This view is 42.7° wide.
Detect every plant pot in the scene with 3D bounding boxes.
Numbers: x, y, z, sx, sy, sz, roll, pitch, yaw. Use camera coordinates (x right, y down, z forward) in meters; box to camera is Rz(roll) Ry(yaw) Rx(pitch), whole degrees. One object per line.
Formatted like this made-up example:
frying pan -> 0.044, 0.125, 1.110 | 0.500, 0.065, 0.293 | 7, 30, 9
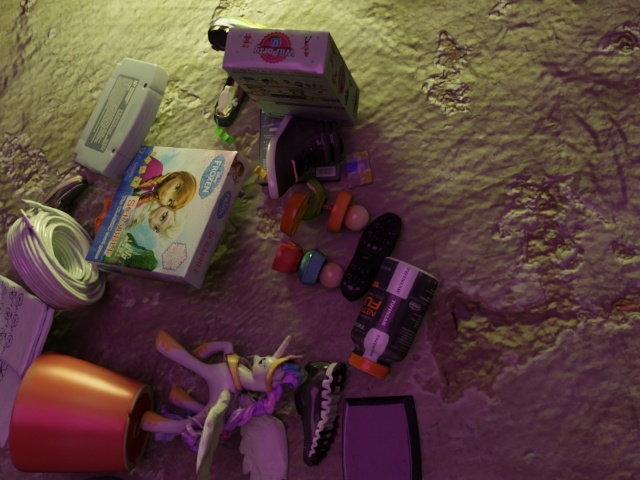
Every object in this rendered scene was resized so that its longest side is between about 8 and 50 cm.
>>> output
plant pot -> -0.518, 0.398, 1.827 | 0.243, 0.275, 0.275 | 8, 81, 6

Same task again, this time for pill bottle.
pill bottle -> 0.147, 0.170, 1.751 | 0.130, 0.130, 0.246 | 23, 86, 18

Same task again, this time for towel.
towel -> 0.087, -0.165, 1.895 | 0.060, 0.009, 0.083 | -9, 77, 14

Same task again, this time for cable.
cable -> -0.612, 0.044, 1.910 | 0.089, 0.257, 0.257 | -28, 75, 14

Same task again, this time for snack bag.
snack bag -> -0.753, 0.275, 1.934 | 0.323, 0.037, 0.343 | 18, 89, 47

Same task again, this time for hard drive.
hard drive -> 0.125, 0.461, 1.740 | 0.172, 0.054, 0.255 | -5, 78, 14

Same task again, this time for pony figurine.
pony figurine -> -0.210, 0.365, 1.755 | 0.363, 0.303, 0.351 | 2, 77, 32

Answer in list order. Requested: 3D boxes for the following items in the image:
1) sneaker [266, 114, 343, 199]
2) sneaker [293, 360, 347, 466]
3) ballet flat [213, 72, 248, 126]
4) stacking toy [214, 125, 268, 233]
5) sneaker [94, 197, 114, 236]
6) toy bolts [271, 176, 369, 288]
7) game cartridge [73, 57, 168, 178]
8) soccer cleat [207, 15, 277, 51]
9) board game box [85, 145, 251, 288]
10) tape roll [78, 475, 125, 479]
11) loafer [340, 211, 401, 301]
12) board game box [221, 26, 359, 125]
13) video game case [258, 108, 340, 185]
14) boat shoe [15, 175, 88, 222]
sneaker -> -0.029, -0.188, 1.793 | 0.146, 0.105, 0.296 | 3, 36, 10
sneaker -> -0.014, 0.369, 1.787 | 0.106, 0.078, 0.234 | 12, 90, 32
ballet flat -> -0.205, -0.371, 1.980 | 0.074, 0.074, 0.203 | 24, 86, 18
stacking toy -> -0.224, -0.144, 1.945 | 0.167, 0.052, 0.221 | -49, 62, 7
sneaker -> -0.522, -0.020, 1.999 | 0.067, 0.064, 0.175 | 4, 64, 14
toy bolts -> 0.000, 0.000, 1.800 | 0.158, 0.218, 0.229 | 22, 104, 8
game cartridge -> -0.489, -0.300, 2.013 | 0.198, 0.062, 0.297 | 23, 86, 38
soccer cleat -> -0.128, -0.485, 1.971 | 0.289, 0.093, 0.121 | 14, 41, 8
board game box -> -0.352, -0.064, 1.882 | 0.318, 0.066, 0.319 | 7, 67, 33
tape roll -> -0.515, 0.653, 1.812 | 0.246, 0.169, 0.246 | -3, 78, 14
loafer -> 0.111, 0.036, 1.817 | 0.076, 0.078, 0.223 | 27, 70, 14
board game box -> -0.054, -0.353, 1.789 | 0.224, 0.303, 0.098 | 7, 81, 16
video game case -> -0.049, -0.269, 1.944 | 0.196, 0.026, 0.274 | -2, 78, 14
boat shoe -> -0.658, -0.076, 2.042 | 0.223, 0.080, 0.073 | -34, 78, 12
